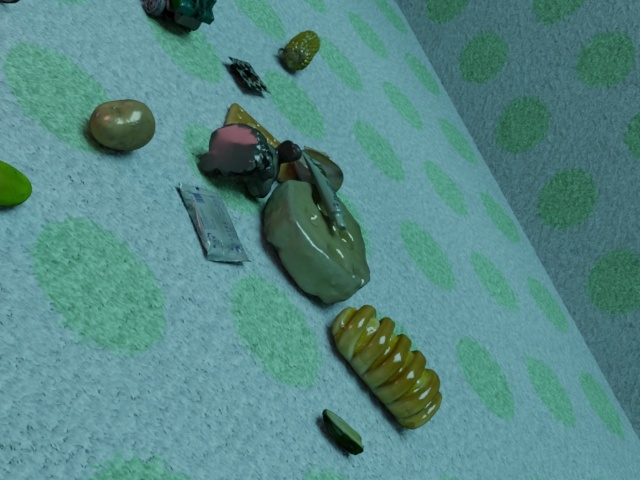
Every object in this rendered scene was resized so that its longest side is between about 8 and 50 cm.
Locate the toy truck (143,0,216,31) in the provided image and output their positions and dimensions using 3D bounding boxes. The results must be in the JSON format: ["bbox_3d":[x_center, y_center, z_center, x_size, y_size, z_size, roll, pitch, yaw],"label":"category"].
[{"bbox_3d":[-0.385,-0.711,2.157,0.176,0.178,0.363,8,46,-55],"label":"toy truck"}]

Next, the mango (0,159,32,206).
[{"bbox_3d":[-0.504,-0.089,1.287,0.108,0.056,0.073,5,58,-60],"label":"mango"}]

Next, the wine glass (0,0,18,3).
[{"bbox_3d":[-0.631,-0.572,1.650,0.122,0.122,0.183,34,36,-33],"label":"wine glass"}]

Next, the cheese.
[{"bbox_3d":[0.000,0.000,1.935,0.318,0.115,0.326,57,26,11],"label":"cheese"}]

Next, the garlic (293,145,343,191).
[{"bbox_3d":[-0.017,-0.177,2.120,0.148,0.128,0.266,19,4,9],"label":"garlic"}]

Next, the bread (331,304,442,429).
[{"bbox_3d":[0.155,0.272,1.831,0.311,0.121,0.173,49,27,-3],"label":"bread"}]

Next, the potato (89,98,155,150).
[{"bbox_3d":[-0.387,-0.228,1.608,0.112,0.112,0.147,56,32,8],"label":"potato"}]

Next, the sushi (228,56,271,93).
[{"bbox_3d":[-0.208,-0.458,2.292,0.120,0.026,0.126,55,21,12],"label":"sushi"}]

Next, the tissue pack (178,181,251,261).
[{"bbox_3d":[-0.224,-0.036,1.714,0.122,0.026,0.193,11,47,-53],"label":"tissue pack"}]

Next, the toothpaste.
[{"bbox_3d":[0.012,-0.120,1.949,0.067,0.037,0.255,26,31,-43],"label":"toothpaste"}]

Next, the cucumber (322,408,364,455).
[{"bbox_3d":[0.037,0.377,1.600,0.107,0.035,0.067,44,8,-13],"label":"cucumber"}]

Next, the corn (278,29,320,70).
[{"bbox_3d":[-0.062,-0.629,2.679,0.106,0.106,0.293,47,23,-11],"label":"corn"}]

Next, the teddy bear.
[{"bbox_3d":[-0.141,-0.181,1.893,0.251,0.171,0.144,17,62,-59],"label":"teddy bear"}]

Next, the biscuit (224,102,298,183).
[{"bbox_3d":[-0.146,-0.244,2.106,0.250,0.030,0.160,41,27,-22],"label":"biscuit"}]
